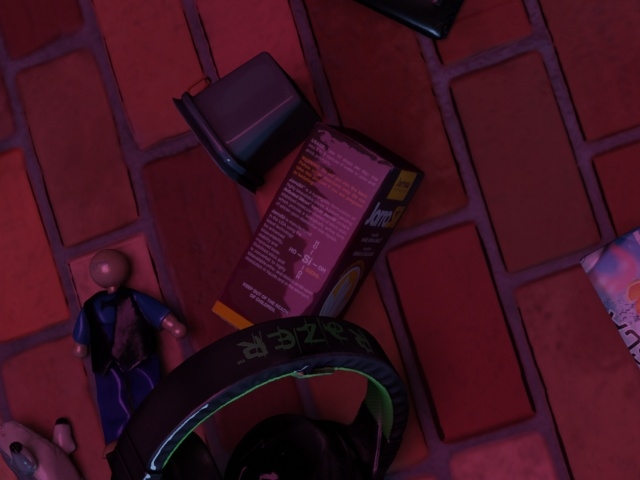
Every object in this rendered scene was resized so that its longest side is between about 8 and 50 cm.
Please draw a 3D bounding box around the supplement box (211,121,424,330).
[{"bbox_3d":[0.000,0.000,1.366,0.080,0.104,0.188,32,99,17],"label":"supplement box"}]

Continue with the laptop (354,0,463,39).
[{"bbox_3d":[-0.004,-0.445,1.425,0.407,0.236,0.382,25,98,-10],"label":"laptop"}]

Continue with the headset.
[{"bbox_3d":[-0.057,0.239,1.319,0.185,0.243,0.394,58,139,38],"label":"headset"}]

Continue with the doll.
[{"bbox_3d":[-0.177,0.099,1.457,0.129,0.046,0.189,-18,76,28],"label":"doll"}]

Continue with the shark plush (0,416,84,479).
[{"bbox_3d":[-0.249,0.236,1.494,0.067,0.073,0.161,-28,100,36],"label":"shark plush"}]

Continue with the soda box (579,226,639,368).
[{"bbox_3d":[0.281,0.081,1.285,0.058,0.063,0.183,-32,79,16],"label":"soda box"}]

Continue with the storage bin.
[{"bbox_3d":[-0.060,-0.111,1.383,0.091,0.135,0.098,-36,77,4],"label":"storage bin"}]
